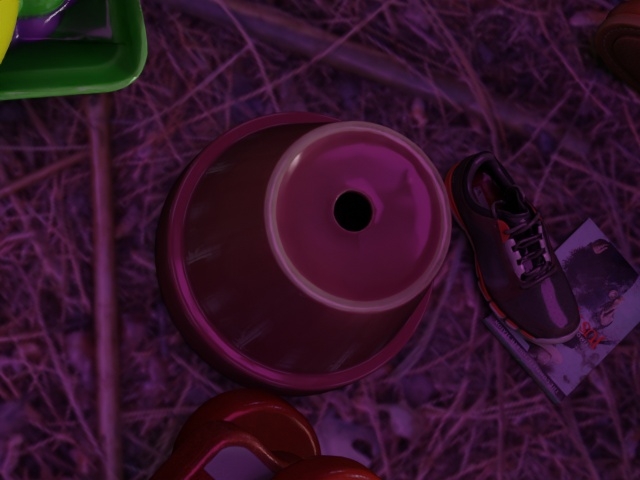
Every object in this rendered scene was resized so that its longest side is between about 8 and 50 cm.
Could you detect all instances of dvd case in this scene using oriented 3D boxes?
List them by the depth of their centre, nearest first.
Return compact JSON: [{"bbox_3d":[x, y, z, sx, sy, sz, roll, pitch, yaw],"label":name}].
[{"bbox_3d":[0.190,0.053,1.479,0.119,0.013,0.087,-42,93,-18],"label":"dvd case"}]

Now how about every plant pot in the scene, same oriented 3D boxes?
[{"bbox_3d":[0.000,0.000,1.344,0.201,0.180,0.201,3,80,-16],"label":"plant pot"}]

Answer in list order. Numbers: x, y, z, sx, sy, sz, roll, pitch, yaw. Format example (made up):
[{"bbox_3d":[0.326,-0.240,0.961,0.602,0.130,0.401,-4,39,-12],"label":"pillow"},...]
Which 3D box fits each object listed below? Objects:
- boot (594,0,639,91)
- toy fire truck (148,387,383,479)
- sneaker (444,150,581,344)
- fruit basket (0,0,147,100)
[{"bbox_3d":[0.356,-0.207,1.532,0.283,0.109,0.220,10,72,-7],"label":"boot"},{"bbox_3d":[-0.038,0.263,1.271,0.254,0.169,0.302,-45,118,-7],"label":"toy fire truck"},{"bbox_3d":[0.142,0.004,1.437,0.061,0.065,0.158,-29,80,-17],"label":"sneaker"},{"bbox_3d":[-0.288,-0.183,1.196,0.392,0.392,0.283,-6,82,-18],"label":"fruit basket"}]
